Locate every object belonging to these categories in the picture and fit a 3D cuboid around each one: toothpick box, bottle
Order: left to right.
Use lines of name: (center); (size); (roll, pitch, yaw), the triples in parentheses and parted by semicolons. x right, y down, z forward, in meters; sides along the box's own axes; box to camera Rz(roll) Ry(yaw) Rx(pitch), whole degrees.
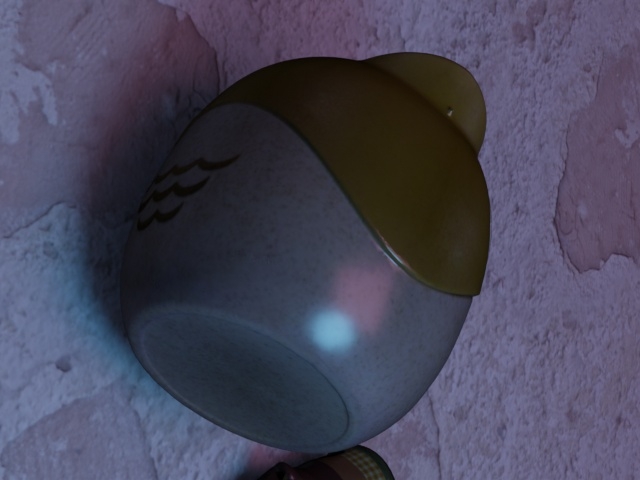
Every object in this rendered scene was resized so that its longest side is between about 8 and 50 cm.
bottle: (-0.024, 0.354, 1.887); (0.271, 0.143, 0.156); (-11, 100, -46)
toothpick box: (0.000, 0.000, 1.694); (0.409, 0.409, 0.425); (52, 50, -36)
